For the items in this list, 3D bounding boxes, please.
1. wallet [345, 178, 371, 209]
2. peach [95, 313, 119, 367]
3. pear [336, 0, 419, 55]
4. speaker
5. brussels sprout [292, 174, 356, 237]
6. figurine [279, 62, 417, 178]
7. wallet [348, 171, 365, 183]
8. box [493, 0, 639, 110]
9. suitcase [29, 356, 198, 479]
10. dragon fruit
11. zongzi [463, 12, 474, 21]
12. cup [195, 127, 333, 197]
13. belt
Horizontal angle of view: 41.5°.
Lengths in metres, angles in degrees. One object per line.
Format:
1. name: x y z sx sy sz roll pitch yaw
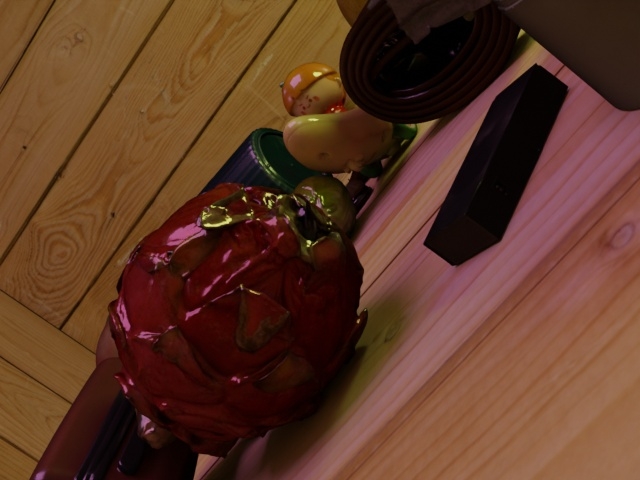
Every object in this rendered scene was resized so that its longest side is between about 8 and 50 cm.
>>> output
1. wallet: 0.000 0.000 1.511 0.255 0.031 0.137 -55 10 -1
2. peach: -0.312 0.199 1.664 0.292 0.247 0.292 -59 -13 -22
3. pear: 0.178 -0.534 1.796 0.304 0.304 0.304 -52 9 12
4. speaker: 0.176 -0.078 0.847 0.218 0.044 0.082 -59 10 -30
5. brussels sprout: 0.000 -0.035 1.379 0.155 0.117 0.155 -164 90 -72
6. figurine: 0.029 -0.213 1.436 0.124 0.222 0.324 -45 -11 32
7. wallet: 0.089 -0.153 1.654 0.095 0.026 0.176 -56 5 27
8. box: 0.263 -0.240 0.680 0.226 0.149 0.226 -51 9 11
9. suitcase: -0.247 0.303 1.039 0.297 0.161 0.236 -77 -1 -68
10. dragon fruit: -0.094 0.082 0.929 0.343 0.277 0.277 -51 9 18
11. zongzi: 0.271 -0.562 1.548 0.125 0.275 0.250 -3 -26 -44
12. cup: -0.119 -0.069 1.897 0.292 0.307 0.242 -48 43 30
13. belt: 0.168 -0.315 1.231 0.338 0.217 0.122 -40 16 50
